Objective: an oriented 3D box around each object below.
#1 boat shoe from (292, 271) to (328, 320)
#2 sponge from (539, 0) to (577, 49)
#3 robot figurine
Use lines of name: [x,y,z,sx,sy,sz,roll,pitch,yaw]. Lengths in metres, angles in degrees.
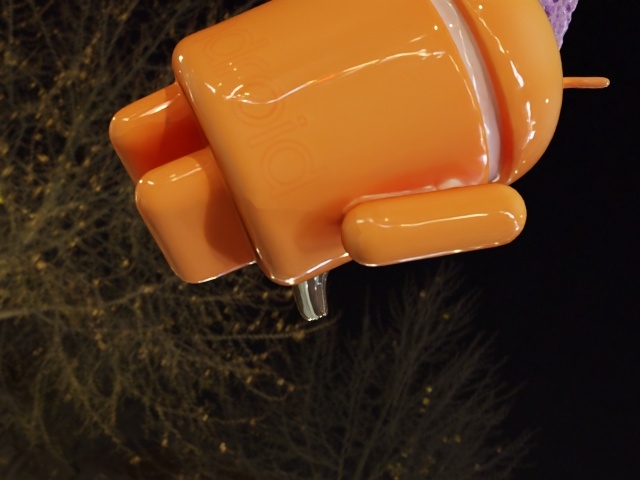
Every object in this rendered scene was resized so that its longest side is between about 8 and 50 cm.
boat shoe: [0.000,0.005,1.176,0.095,0.095,0.257,-8,-54,2]
sponge: [0.135,-0.149,0.653,0.031,0.117,0.210,16,14,-8]
robot figurine: [0.018,-0.059,0.396,0.128,0.219,0.158,67,-7,-17]
